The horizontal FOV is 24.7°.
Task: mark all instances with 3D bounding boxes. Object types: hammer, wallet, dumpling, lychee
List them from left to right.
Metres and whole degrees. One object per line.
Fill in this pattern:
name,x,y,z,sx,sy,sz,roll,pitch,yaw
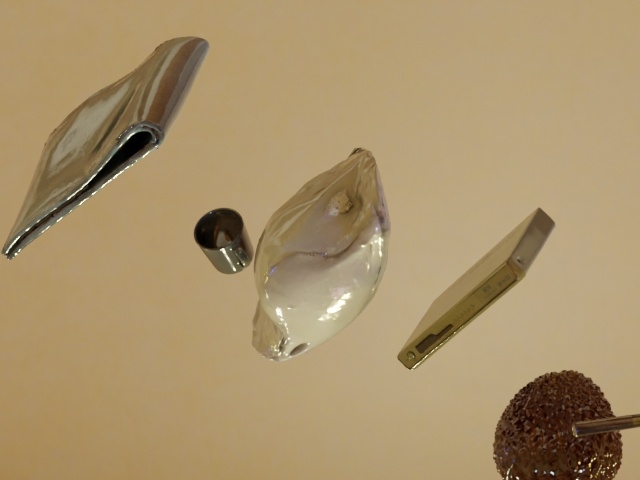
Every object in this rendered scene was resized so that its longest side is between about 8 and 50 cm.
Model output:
wallet,-0.270,-0.121,1.791,0.290,0.054,0.251,-33,-157,25
dumpling,0.001,-0.002,2.015,0.181,0.341,0.260,3,-130,-1
lychee,0.335,0.283,2.059,0.195,0.194,0.194,-9,-160,3
hammer,0.375,0.213,1.706,0.182,0.062,0.017,-6,170,-22

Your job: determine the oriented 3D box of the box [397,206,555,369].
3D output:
box,0.242,0.076,2.245,0.270,0.045,0.211,-45,-178,35

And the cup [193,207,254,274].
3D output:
cup,-0.136,0.010,2.194,0.078,0.077,0.100,-37,-127,-9
